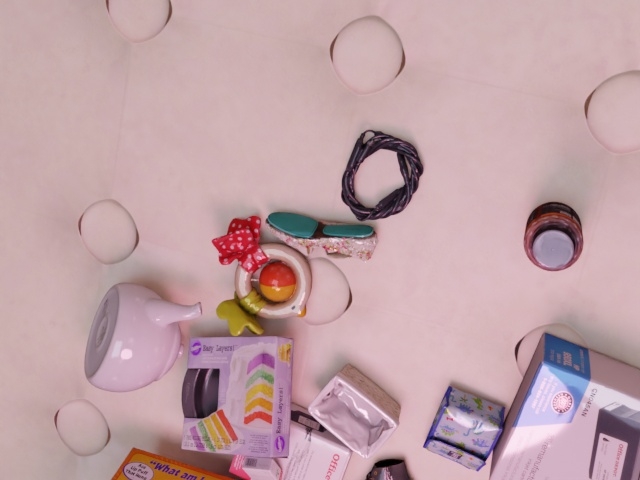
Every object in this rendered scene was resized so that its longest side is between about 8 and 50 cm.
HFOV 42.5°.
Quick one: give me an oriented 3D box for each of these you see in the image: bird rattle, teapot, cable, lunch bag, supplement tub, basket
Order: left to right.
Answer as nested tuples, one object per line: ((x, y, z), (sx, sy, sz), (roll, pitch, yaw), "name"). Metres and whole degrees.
((-0.389, 0.224, 1.787), (0.187, 0.256, 0.252), (19, 85, -27), "teapot")
((-0.120, 0.076, 1.734), (0.207, 0.143, 0.254), (3, 90, 3), "bird rattle")
((0.076, 0.353, 1.725), (0.167, 0.103, 0.113), (39, 109, 4), "basket")
((0.120, -0.121, 1.642), (0.150, 0.047, 0.184), (22, 105, 5), "cable")
((0.291, 0.395, 1.684), (0.129, 0.096, 0.151), (22, 122, 7), "lunch bag")
((0.423, -0.005, 1.496), (0.106, 0.198, 0.106), (4, 103, 16), "supplement tub")

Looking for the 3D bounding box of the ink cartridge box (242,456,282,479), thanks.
((-0.115, 0.488, 1.726), (0.063, 0.029, 0.115), (0, 145, 18), "ink cartridge box")

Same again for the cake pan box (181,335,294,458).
((-0.178, 0.324, 1.729), (0.267, 0.070, 0.246), (-4, 75, 36), "cake pan box")

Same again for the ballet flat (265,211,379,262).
((0.000, 0.000, 1.681), (0.241, 0.091, 0.077), (10, 124, 16), "ballet flat")

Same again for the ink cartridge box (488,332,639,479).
((0.559, 0.393, 1.564), (0.395, 0.166, 0.285), (21, 107, 10), "ink cartridge box")

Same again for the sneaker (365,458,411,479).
((0.098, 0.547, 1.783), (0.222, 0.083, 0.118), (-18, 92, 9), "sneaker")

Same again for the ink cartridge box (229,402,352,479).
((-0.055, 0.462, 1.788), (0.237, 0.100, 0.172), (22, 107, 11), "ink cartridge box")

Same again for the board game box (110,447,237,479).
((-0.318, 0.731, 1.742), (0.356, 0.356, 0.356), (14, 124, 13), "board game box")
